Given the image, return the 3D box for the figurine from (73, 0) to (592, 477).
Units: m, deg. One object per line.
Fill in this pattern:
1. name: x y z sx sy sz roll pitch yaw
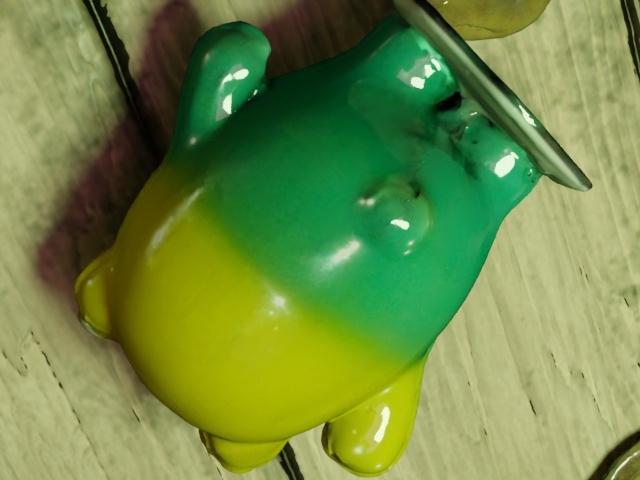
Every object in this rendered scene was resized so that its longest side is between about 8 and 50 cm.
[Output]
1. figurine: 0.000 0.000 1.162 0.340 0.231 0.323 -43 103 7

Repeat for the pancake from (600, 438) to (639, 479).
1. pancake: 0.349 0.265 1.565 0.250 0.031 0.250 -9 115 -21

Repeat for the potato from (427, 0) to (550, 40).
1. potato: 0.121 -0.237 1.202 0.164 0.081 0.200 -24 123 -15
